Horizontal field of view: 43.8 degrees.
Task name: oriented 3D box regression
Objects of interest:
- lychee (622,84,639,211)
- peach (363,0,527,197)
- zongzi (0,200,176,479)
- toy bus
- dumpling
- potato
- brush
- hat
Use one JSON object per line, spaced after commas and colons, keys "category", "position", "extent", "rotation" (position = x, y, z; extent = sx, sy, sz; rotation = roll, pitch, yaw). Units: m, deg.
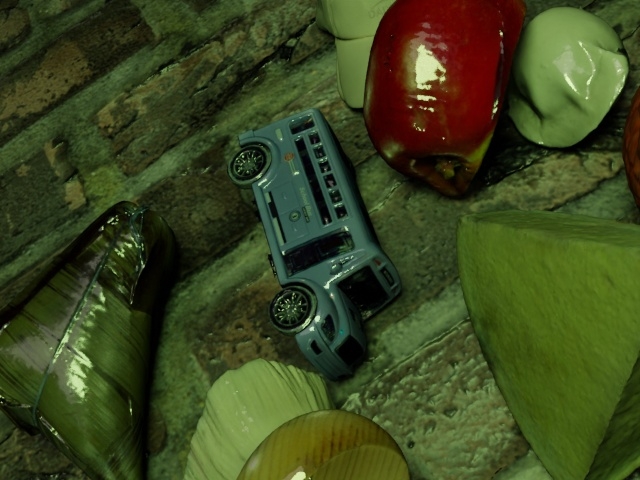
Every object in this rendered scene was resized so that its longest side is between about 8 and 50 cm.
{"category": "lychee", "position": [0.394, -0.081, 0.703], "extent": [0.255, 0.300, 0.255], "rotation": [3, 94, 44]}
{"category": "peach", "position": [0.135, -0.202, 0.857], "extent": [0.158, 0.154, 0.268], "rotation": [20, 81, -2]}
{"category": "zongzi", "position": [-0.218, 0.132, 0.910], "extent": [0.300, 0.138, 0.286], "rotation": [39, 75, 19]}
{"category": "toy bus", "position": [0.000, 0.000, 0.877], "extent": [0.133, 0.125, 0.292], "rotation": [-24, 56, 9]}
{"category": "dumpling", "position": [0.266, -0.187, 0.891], "extent": [0.150, 0.092, 0.176], "rotation": [-45, 60, 12]}
{"category": "potato", "position": [0.230, 0.045, 0.723], "extent": [0.112, 0.270, 0.255], "rotation": [-8, 37, -22]}
{"category": "brush", "position": [-0.040, 0.263, 0.749], "extent": [0.166, 0.174, 0.267], "rotation": [24, 98, 49]}
{"category": "hat", "position": [0.082, -0.283, 0.986], "extent": [0.219, 0.164, 0.226], "rotation": [-13, 42, 16]}
